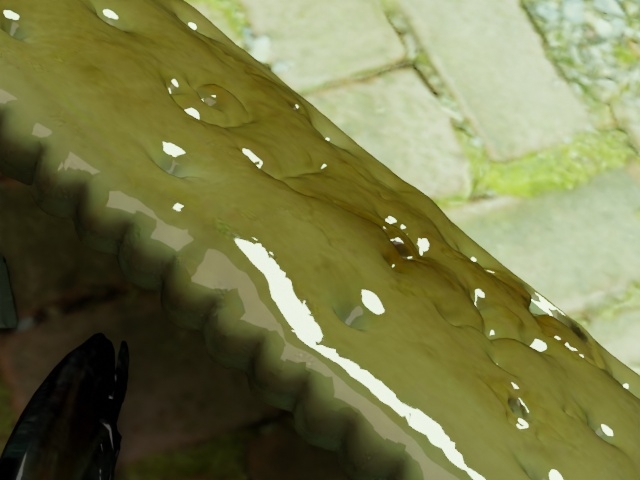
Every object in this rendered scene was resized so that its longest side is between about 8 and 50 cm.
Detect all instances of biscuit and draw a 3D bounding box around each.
[{"bbox_3d":[0.000,0.000,0.533,0.325,0.044,0.217,41,20,14],"label":"biscuit"}]

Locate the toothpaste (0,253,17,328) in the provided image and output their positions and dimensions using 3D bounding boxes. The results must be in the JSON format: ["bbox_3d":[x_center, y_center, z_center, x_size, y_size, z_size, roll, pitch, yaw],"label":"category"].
[{"bbox_3d":[-0.195,0.028,0.562,0.140,0.021,0.037,-7,63,-19],"label":"toothpaste"}]

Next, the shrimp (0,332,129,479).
[{"bbox_3d":[-0.170,0.046,0.516,0.233,0.071,0.365,30,56,-12],"label":"shrimp"}]
